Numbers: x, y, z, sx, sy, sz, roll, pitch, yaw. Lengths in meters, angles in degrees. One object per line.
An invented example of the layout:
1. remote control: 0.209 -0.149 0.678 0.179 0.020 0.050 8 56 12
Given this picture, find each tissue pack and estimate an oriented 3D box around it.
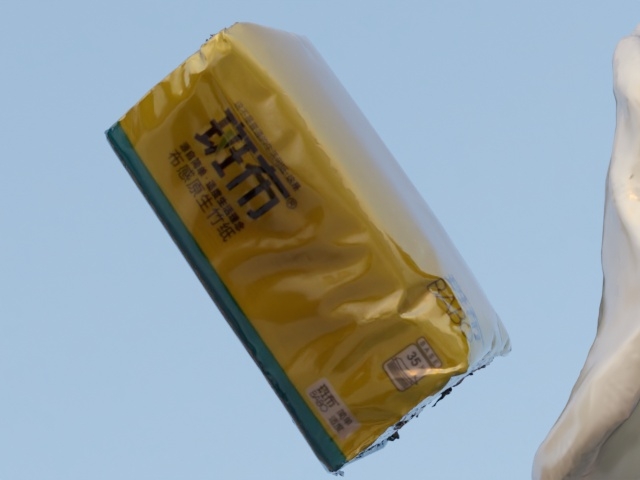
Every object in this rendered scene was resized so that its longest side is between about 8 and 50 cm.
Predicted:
1. tissue pack: 0.000 0.000 1.278 0.134 0.192 0.271 -36 -97 11

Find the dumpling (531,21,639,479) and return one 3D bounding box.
1. dumpling: 0.208 0.027 0.656 0.318 0.187 0.242 10 -98 -22
